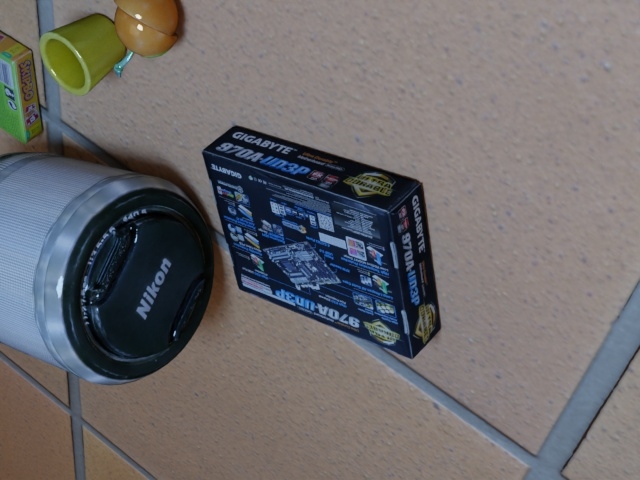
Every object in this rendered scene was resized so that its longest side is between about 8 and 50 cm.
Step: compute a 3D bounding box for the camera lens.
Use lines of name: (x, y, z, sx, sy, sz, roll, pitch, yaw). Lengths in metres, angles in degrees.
camera lens: (-0.269, 0.022, 1.190, 0.274, 0.219, 0.219, 14, 134, 39)

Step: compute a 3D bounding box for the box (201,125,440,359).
box: (0.000, 0.000, 1.027, 0.220, 0.051, 0.175, 19, 137, 34)

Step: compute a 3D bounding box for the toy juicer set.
toy juicer set: (-0.242, -0.284, 0.969, 0.209, 0.089, 0.329, 1, 124, 47)

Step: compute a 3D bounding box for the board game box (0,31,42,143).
board game box: (-0.430, -0.222, 1.283, 0.259, 0.039, 0.124, 30, 142, 19)
